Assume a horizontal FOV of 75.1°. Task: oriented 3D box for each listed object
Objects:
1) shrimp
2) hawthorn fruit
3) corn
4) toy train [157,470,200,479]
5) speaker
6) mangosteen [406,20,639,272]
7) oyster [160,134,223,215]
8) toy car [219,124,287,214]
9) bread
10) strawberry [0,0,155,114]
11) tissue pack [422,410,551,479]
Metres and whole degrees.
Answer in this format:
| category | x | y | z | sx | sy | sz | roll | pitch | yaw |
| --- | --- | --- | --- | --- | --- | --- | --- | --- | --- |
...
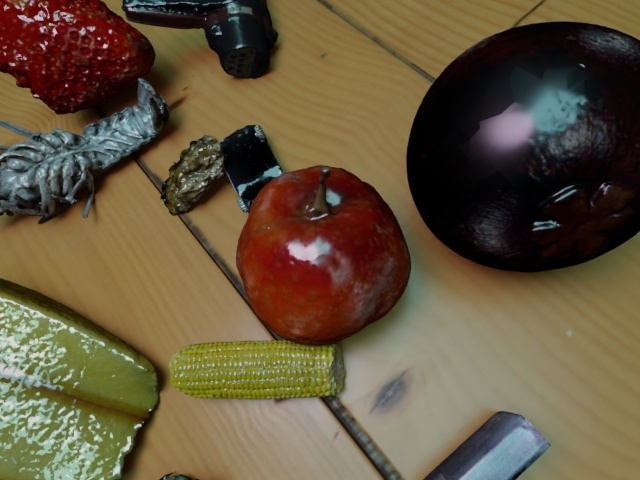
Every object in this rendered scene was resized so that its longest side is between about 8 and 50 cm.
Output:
| category | x | y | z | sx | sy | sz | roll | pitch | yaw |
| --- | --- | --- | --- | --- | --- | --- | --- | --- | --- |
| shrimp | -0.460 | -0.142 | 0.747 | 0.410 | 0.166 | 0.221 | -31 | 87 | -16 |
| hawthorn fruit | 0.000 | 0.000 | 0.533 | 0.241 | 0.272 | 0.242 | -2 | 62 | 3 |
| corn | -0.091 | 0.182 | 0.587 | 0.248 | 0.081 | 0.081 | -3 | 69 | 10 |
| toy train | -0.244 | 0.435 | 0.501 | 0.300 | 0.120 | 0.202 | -34 | 70 | -3 |
| speaker | -0.208 | -0.493 | 0.786 | 0.198 | 0.259 | 0.330 | -23 | 66 | 42 |
| mangosteen | 0.264 | -0.126 | 0.540 | 0.306 | 0.307 | 0.347 | -5 | 40 | 9 |
| oyster | -0.225 | -0.117 | 0.713 | 0.177 | 0.056 | 0.106 | -21 | 64 | 35 |
| toy car | -0.111 | -0.115 | 0.714 | 0.095 | 0.056 | 0.205 | -29 | 65 | 1 |
| bread | -0.434 | 0.191 | 0.569 | 0.361 | 0.245 | 0.233 | 15 | 72 | 20 |
| strawberry | -0.455 | -0.368 | 0.765 | 0.257 | 0.261 | 0.261 | -29 | 67 | 14 |
| tissue pack | 0.182 | 0.267 | 0.486 | 0.156 | 0.112 | 0.051 | -40 | 69 | -5 |
